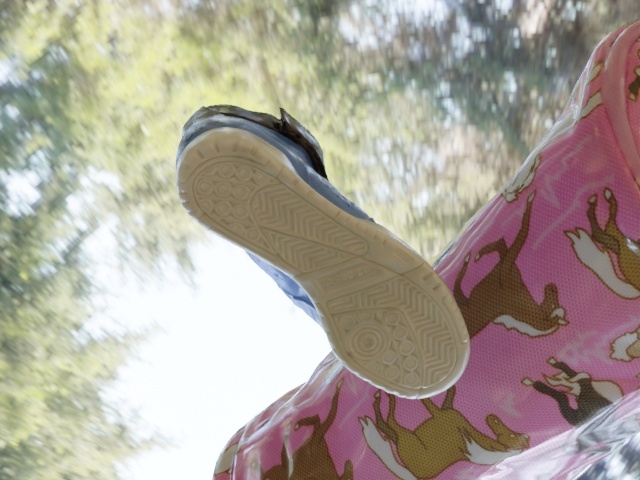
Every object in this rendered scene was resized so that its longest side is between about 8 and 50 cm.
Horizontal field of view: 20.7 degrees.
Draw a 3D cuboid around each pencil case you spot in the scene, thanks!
[{"bbox_3d":[0.090,0.065,0.887,0.167,0.386,0.160,6,-130,-37],"label":"pencil case"}]

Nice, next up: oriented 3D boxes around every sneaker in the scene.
[{"bbox_3d":[0.001,-0.001,0.736,0.152,0.084,0.058,38,-77,-17],"label":"sneaker"}]
